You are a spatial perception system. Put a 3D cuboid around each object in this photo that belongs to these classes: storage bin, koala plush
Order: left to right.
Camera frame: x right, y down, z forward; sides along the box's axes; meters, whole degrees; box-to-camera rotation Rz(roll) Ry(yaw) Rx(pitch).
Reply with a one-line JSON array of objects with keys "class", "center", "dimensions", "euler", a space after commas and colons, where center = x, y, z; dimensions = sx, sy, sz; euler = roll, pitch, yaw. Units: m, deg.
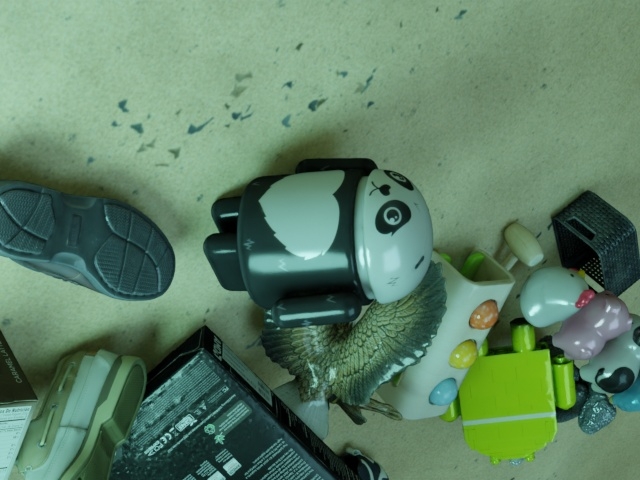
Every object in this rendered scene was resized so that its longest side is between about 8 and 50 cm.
[{"class": "koala plush", "center": [0.403, 0.309, 2.008], "dimensions": [0.221, 0.196, 0.203], "euler": [-41, -176, 2]}, {"class": "storage bin", "center": [0.485, 0.014, 1.859], "dimensions": [0.084, 0.122, 0.180], "euler": [-39, 141, -8]}]

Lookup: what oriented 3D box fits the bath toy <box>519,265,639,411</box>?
[{"class": "bath toy", "center": [0.486, 0.156, 1.819], "dimensions": [0.348, 0.129, 0.151], "euler": [40, 62, -28]}]

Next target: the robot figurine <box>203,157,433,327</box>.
[{"class": "robot figurine", "center": [0.000, -0.003, 1.318], "dimensions": [0.173, 0.278, 0.209], "euler": [-4, 91, -75]}]

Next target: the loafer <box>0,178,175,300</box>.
[{"class": "loafer", "center": [-0.288, -0.005, 1.202], "dimensions": [0.302, 0.095, 0.109], "euler": [25, 75, -54]}]

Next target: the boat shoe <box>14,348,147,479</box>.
[{"class": "boat shoe", "center": [-0.311, 0.264, 1.274], "dimensions": [0.113, 0.103, 0.302], "euler": [85, 20, -47]}]

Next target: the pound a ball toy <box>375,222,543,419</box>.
[{"class": "pound a ball toy", "center": [0.241, 0.136, 1.743], "dimensions": [0.208, 0.136, 0.319], "euler": [-1, 125, -41]}]

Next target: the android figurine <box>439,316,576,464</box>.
[{"class": "android figurine", "center": [0.329, 0.273, 1.888], "dimensions": [0.248, 0.056, 0.273], "euler": [-9, 105, 6]}]

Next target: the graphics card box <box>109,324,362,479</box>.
[{"class": "graphics card box", "center": [-0.117, 0.323, 1.450], "dimensions": [0.233, 0.094, 0.371], "euler": [-41, 107, 9]}]

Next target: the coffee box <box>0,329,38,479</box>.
[{"class": "coffee box", "center": [-0.429, 0.238, 1.234], "dimensions": [0.098, 0.141, 0.246], "euler": [3, 120, -42]}]

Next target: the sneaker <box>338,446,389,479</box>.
[{"class": "sneaker", "center": [0.025, 0.466, 1.853], "dimensions": [0.235, 0.094, 0.153], "euler": [-53, 135, -20]}]

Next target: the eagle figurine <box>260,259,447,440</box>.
[{"class": "eagle figurine", "center": [0.027, 0.132, 1.516], "dimensions": [0.226, 0.225, 0.298], "euler": [-7, 140, -20]}]
